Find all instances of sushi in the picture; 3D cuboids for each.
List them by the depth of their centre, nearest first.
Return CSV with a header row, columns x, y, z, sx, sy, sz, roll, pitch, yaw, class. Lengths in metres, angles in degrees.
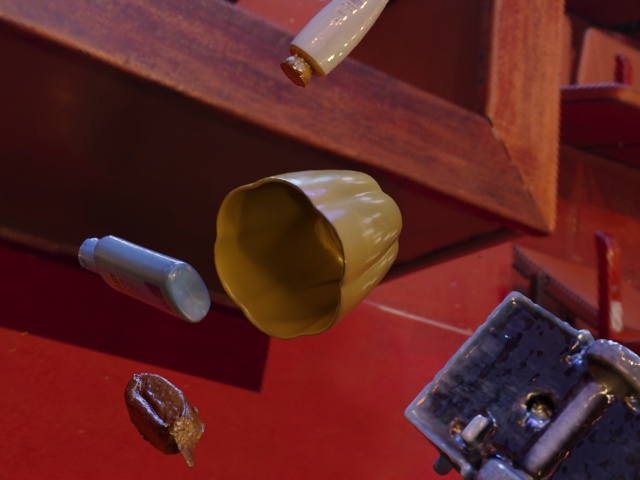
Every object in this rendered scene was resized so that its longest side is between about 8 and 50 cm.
x,y,z,sx,sy,sz,roll,pitch,yaw,class
-0.157,0.178,0.938,0.052,0.120,0.055,-42,134,-25,sushi

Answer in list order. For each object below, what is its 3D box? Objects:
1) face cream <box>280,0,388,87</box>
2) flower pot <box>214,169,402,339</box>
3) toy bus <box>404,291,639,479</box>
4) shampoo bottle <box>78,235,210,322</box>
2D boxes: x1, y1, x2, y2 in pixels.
x,y,z,sx,sy,sz,roll,pitch,yaw,class
0.020,-0.289,1.293,0.072,0.051,0.182,40,80,13,face cream
0.000,0.000,1.121,0.179,0.195,0.195,-25,92,-50,flower pot
0.182,0.150,0.425,0.106,0.297,0.131,-47,138,-8,toy bus
-0.273,0.048,1.396,0.061,0.258,0.104,-47,131,-26,shampoo bottle
